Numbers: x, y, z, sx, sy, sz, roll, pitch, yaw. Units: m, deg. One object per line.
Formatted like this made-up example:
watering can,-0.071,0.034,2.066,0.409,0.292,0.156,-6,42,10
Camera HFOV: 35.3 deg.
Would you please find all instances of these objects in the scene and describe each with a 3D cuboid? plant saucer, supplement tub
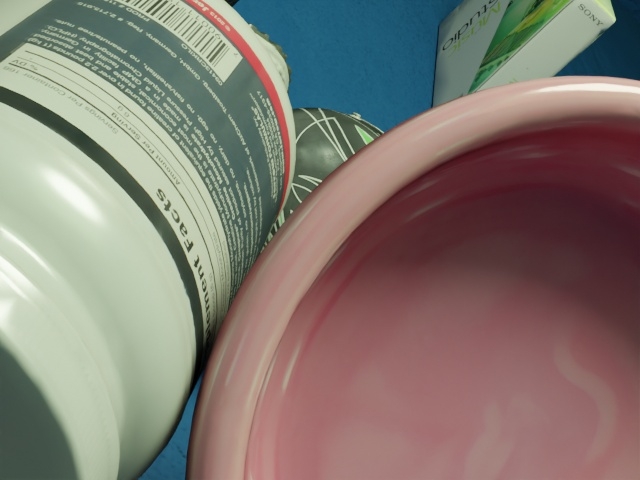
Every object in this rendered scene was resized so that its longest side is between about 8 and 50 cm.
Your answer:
plant saucer,0.101,0.096,0.450,0.332,0.332,0.084,44,-9,-14
supplement tub,-0.128,-0.002,0.440,0.191,0.191,0.272,44,30,-13

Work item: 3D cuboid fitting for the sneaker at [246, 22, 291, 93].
sneaker,-0.113,-0.123,0.717,0.271,0.100,0.108,14,89,-63

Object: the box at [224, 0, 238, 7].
box,-0.178,-0.287,0.824,0.232,0.059,0.183,55,29,5

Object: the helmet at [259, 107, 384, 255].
helmet,0.000,0.000,0.653,0.161,0.169,0.169,50,24,-40

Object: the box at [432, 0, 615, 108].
box,0.233,-0.260,1.203,0.058,0.232,0.322,37,32,-17
